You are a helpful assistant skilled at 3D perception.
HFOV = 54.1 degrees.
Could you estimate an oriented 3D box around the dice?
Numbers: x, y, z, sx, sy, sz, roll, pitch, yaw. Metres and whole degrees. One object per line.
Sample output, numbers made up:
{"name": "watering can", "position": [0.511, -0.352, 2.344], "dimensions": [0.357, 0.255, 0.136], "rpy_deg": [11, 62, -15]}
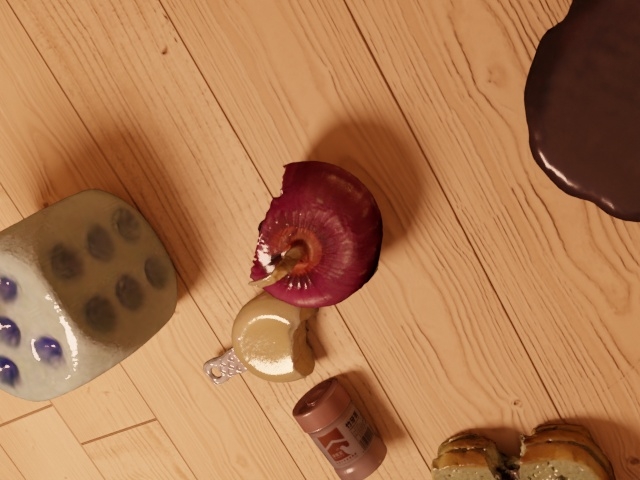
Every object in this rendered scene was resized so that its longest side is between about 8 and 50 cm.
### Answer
{"name": "dice", "position": [-0.423, 0.085, 1.042], "dimensions": [0.262, 0.268, 0.265], "rpy_deg": [-24, 101, 27]}

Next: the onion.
{"name": "onion", "position": [0.001, -0.003, 0.904], "dimensions": [0.200, 0.200, 0.208], "rpy_deg": [12, 84, 16]}

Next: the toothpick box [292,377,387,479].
{"name": "toothpick box", "position": [0.033, 0.323, 1.065], "dimensions": [0.098, 0.098, 0.149], "rpy_deg": [-31, 100, 29]}

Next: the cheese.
{"name": "cheese", "position": [-0.115, 0.170, 1.073], "dimensions": [0.248, 0.071, 0.164], "rpy_deg": [-10, 108, 25]}

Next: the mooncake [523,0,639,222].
{"name": "mooncake", "position": [0.374, -0.164, 0.702], "dimensions": [0.282, 0.141, 0.283], "rpy_deg": [5, 104, 21]}

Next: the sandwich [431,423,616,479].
{"name": "sandwich", "position": [0.331, 0.415, 0.994], "dimensions": [0.273, 0.095, 0.249], "rpy_deg": [-15, 102, 27]}
